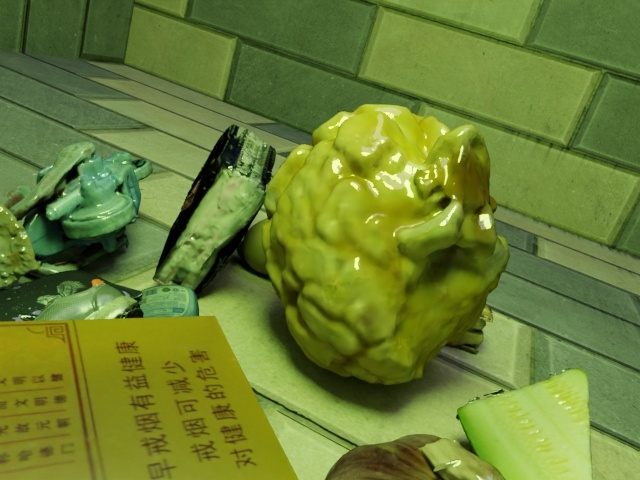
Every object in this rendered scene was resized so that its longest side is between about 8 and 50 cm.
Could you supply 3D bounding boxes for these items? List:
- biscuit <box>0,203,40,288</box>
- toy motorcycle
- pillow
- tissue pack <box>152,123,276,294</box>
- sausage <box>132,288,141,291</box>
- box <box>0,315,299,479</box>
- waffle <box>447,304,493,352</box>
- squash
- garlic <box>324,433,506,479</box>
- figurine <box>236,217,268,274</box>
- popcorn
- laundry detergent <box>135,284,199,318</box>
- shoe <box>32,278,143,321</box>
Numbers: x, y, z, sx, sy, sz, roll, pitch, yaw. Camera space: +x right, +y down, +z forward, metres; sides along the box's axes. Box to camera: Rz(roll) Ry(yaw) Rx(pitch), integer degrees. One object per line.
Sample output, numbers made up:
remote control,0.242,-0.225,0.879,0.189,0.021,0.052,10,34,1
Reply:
biscuit,-0.514,-0.018,0.706,0.289,0.141,0.038,11,6,-14
toy motorcycle,-0.414,-0.079,0.889,0.241,0.182,0.319,12,21,-15
pillow,-0.350,0.085,0.683,0.141,0.055,0.208,14,21,28
tissue pack,-0.184,-0.064,0.969,0.123,0.245,0.332,33,16,-13
sausage,-0.253,0.091,0.799,0.107,0.031,0.031,13,20,-17
box,-0.243,0.179,0.401,0.415,0.116,0.264,2,32,-34
waffle,0.220,0.096,1.115,0.213,0.091,0.308,18,20,0
squash,0.296,0.287,0.615,0.203,0.111,0.289,-14,21,-8
garlic,0.107,0.263,0.453,0.245,0.160,0.245,25,20,-10
figurine,0.000,0.000,1.089,0.324,0.124,0.222,-9,1,-28
popcorn,0.089,0.002,0.811,0.354,0.390,0.344,35,8,20
laundry detergent,-0.202,0.129,0.692,0.096,0.061,0.206,4,23,-15
shoe,-0.296,0.107,0.601,0.077,0.074,0.194,41,41,16
